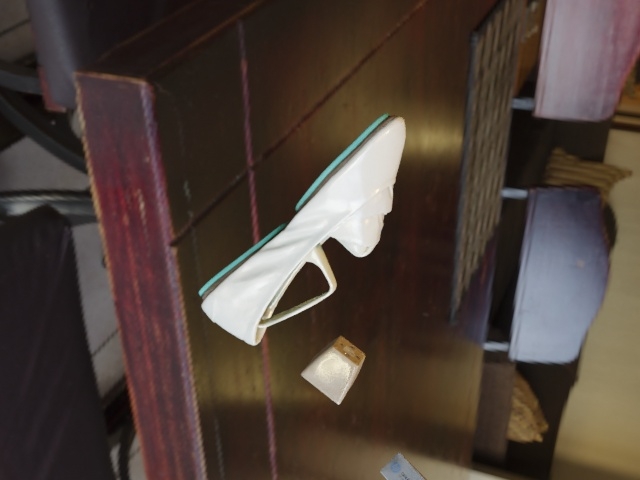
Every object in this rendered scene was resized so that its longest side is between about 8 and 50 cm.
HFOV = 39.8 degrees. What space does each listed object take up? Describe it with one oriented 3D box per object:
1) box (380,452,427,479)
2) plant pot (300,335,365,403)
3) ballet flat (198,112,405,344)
[{"bbox_3d":[0.165,0.359,1.107,0.038,0.145,0.186,-42,131,-5],"label":"box"},{"bbox_3d":[0.039,0.279,1.975,0.096,0.109,0.109,-54,175,20],"label":"plant pot"},{"bbox_3d":[0.000,0.000,1.221,0.400,0.139,0.139,-43,170,20],"label":"ballet flat"}]
